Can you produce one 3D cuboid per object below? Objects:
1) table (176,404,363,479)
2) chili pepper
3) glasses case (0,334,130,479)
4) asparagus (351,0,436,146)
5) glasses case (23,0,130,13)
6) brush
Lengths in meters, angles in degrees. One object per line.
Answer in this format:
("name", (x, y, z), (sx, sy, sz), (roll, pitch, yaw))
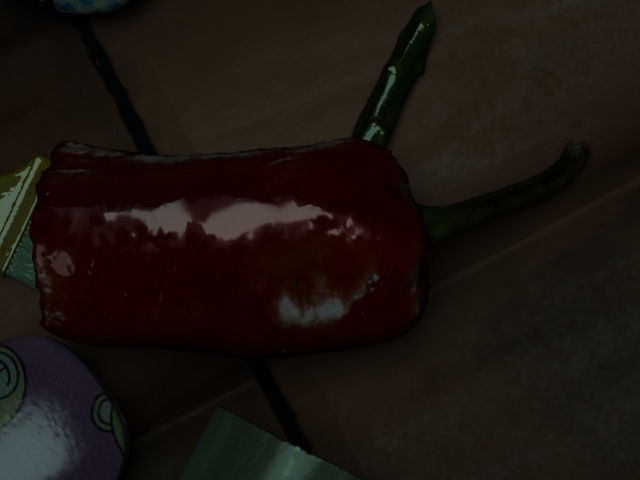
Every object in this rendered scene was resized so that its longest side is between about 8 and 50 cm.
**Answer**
("table", (-0.059, 0.221, 1.036), (0.126, 0.126, 0.220), (26, 83, 11))
("chili pepper", (0.000, 0.005, 1.074), (0.338, 0.131, 0.134), (0, 95, 2))
("glasses case", (-0.260, 0.184, 1.093), (0.316, 0.076, 0.123), (-38, 77, -2))
("asparagus", (0.050, -0.105, 1.143), (0.025, 0.021, 0.108), (25, 82, 7))
("glasses case", (-0.148, -0.303, 1.115), (0.125, 0.076, 0.327), (9, 112, -5))
("brush", (-0.244, -0.037, 1.171), (0.205, 0.011, 0.083), (23, 83, 12))
